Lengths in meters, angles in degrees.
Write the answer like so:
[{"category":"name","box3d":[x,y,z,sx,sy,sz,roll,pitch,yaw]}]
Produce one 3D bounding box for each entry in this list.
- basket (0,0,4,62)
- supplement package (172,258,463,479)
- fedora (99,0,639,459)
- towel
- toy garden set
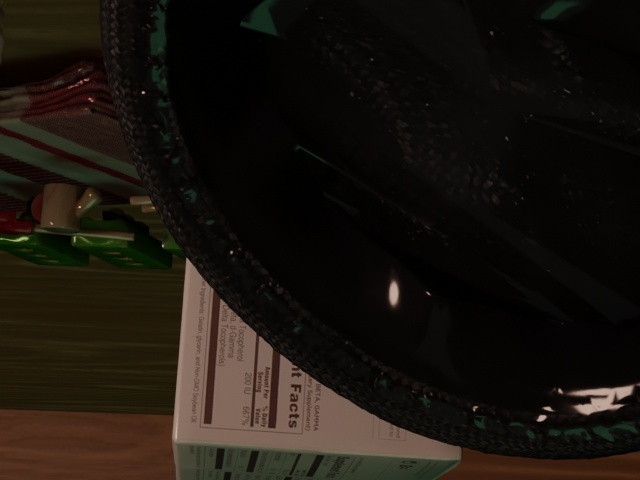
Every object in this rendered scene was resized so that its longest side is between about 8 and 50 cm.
[{"category":"basket","box3d":[-0.239,-0.135,0.788,0.167,0.103,0.113,-3,164,21]},{"category":"supplement package","box3d":[0.000,0.000,0.943,0.145,0.261,0.204,5,166,-3]},{"category":"fedora","box3d":[0.075,-0.069,0.735,0.334,0.334,0.152,-5,-153,29]},{"category":"towel","box3d":[-0.220,-0.063,1.208,0.329,0.037,0.237,-3,166,29]},{"category":"toy garden set","box3d":[-0.121,-0.018,1.203,0.244,0.049,0.204,2,171,13]}]
